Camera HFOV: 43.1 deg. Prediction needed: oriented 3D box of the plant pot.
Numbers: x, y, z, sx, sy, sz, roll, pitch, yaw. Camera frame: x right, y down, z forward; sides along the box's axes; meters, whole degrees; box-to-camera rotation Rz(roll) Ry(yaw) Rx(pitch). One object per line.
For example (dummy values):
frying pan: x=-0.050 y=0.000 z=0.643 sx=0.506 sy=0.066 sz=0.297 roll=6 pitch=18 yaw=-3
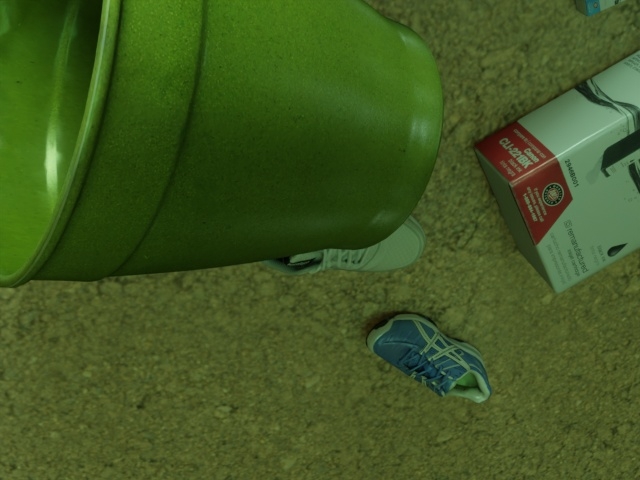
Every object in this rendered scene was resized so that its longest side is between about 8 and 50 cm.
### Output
plant pot: x=-0.090 y=-0.124 z=0.743 sx=0.353 sy=0.366 sz=0.366 roll=8 pitch=119 yaw=-34

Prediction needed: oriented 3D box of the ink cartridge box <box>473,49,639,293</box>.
ink cartridge box: x=0.361 y=-0.091 z=1.010 sx=0.273 sy=0.114 sz=0.197 roll=-31 pitch=124 yaw=3

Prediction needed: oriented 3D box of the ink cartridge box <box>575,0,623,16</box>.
ink cartridge box: x=0.333 y=-0.297 z=0.925 sx=0.083 sy=0.028 sz=0.048 roll=-24 pitch=125 yaw=-1

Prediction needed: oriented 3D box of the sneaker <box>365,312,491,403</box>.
sneaker: x=0.158 y=0.166 z=1.131 sx=0.211 sy=0.081 sz=0.080 roll=21 pitch=115 yaw=-25

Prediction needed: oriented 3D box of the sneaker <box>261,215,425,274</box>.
sneaker: x=0.000 y=0.000 z=0.961 sx=0.292 sy=0.118 sz=0.110 roll=9 pitch=116 yaw=-23
